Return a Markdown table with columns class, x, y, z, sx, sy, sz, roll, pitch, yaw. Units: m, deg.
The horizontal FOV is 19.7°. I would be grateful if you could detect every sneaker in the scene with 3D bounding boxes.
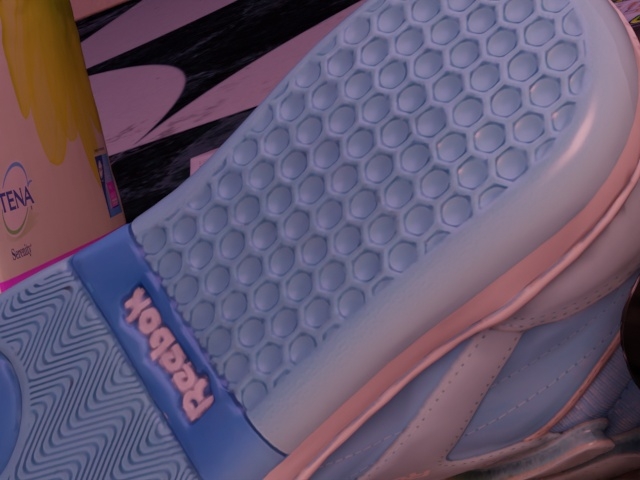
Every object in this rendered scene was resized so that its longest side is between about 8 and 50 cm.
| class | x | y | z | sx | sy | sz | roll | pitch | yaw |
| --- | --- | --- | --- | --- | --- | --- | --- | --- | --- |
| sneaker | 0.004 | 0.062 | 0.612 | 0.319 | 0.208 | 0.127 | -36 | 57 | 15 |

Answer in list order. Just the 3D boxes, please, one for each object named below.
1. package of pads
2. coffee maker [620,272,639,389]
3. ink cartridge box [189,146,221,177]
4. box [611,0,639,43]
| class | x | y | z | sx | sy | sz | roll | pitch | yaw |
| --- | --- | --- | --- | --- | --- | --- | --- | --- | --- |
| package of pads | -0.184 | -0.044 | 0.955 | 0.101 | 0.229 | 0.296 | -13 | 5 | 7 |
| coffee maker | 0.163 | 0.034 | 0.474 | 0.171 | 0.120 | 0.178 | -31 | 16 | -22 |
| ink cartridge box | 0.000 | 0.000 | 0.787 | 0.089 | 0.092 | 0.143 | -20 | 14 | 2 |
| box | 0.234 | -0.138 | 1.105 | 0.207 | 0.036 | 0.114 | -9 | 22 | 45 |
